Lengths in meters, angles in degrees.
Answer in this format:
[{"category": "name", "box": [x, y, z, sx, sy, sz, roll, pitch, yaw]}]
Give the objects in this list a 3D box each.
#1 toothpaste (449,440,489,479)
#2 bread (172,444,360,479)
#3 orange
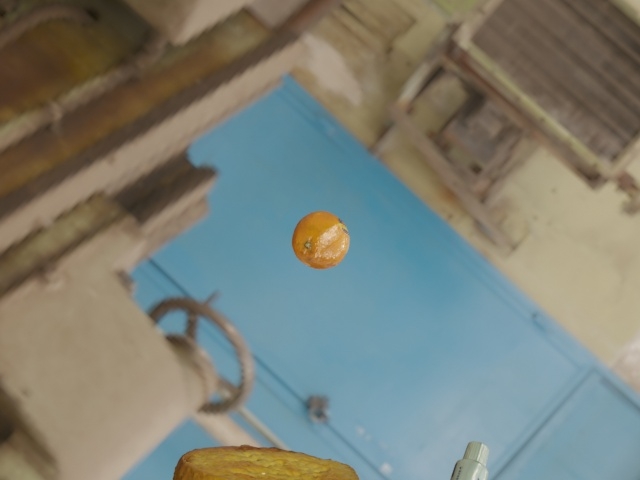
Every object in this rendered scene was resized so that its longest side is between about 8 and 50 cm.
[{"category": "toothpaste", "box": [0.175, 0.404, 2.001, 0.048, 0.075, 0.297, -10, -135, 40]}, {"category": "bread", "box": [-0.093, 0.481, 2.534, 0.398, 0.398, 0.215, -9, 107, -78]}, {"category": "orange", "box": [0.000, 0.001, 2.056, 0.083, 0.083, 0.083, -47, 172, -8]}]
